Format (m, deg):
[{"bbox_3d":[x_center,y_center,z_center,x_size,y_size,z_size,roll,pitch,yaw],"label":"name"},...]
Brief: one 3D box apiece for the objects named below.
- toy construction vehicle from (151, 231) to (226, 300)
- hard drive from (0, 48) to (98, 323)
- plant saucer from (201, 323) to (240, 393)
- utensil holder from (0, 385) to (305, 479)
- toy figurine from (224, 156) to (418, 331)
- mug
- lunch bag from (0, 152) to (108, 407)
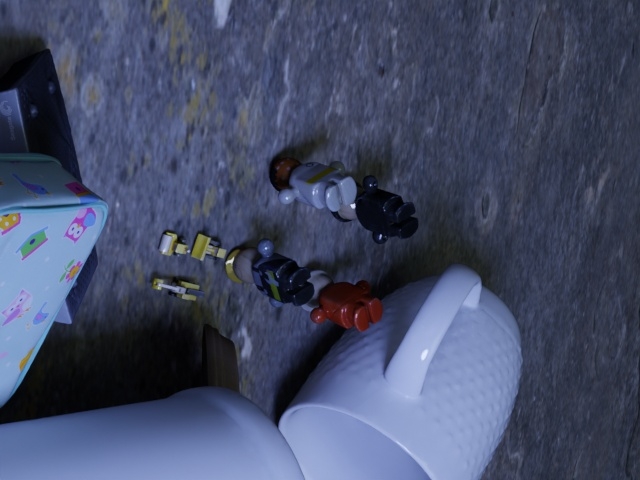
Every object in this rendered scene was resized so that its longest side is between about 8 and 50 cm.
[{"bbox_3d":[-0.163,0.033,1.544,0.098,0.035,0.086,21,88,-49],"label":"toy construction vehicle"},{"bbox_3d":[-0.292,-0.056,1.291,0.172,0.054,0.254,-88,171,-66],"label":"hard drive"},{"bbox_3d":[-0.122,0.240,1.511,0.041,0.278,0.278,-2,110,-7],"label":"plant saucer"},{"bbox_3d":[-0.248,0.330,1.229,0.385,0.327,0.327,-3,107,-40],"label":"utensil holder"},{"bbox_3d":[0.000,0.000,1.636,0.209,0.148,0.213,20,91,-43],"label":"toy figurine"},{"bbox_3d":[0.144,0.186,1.723,0.328,0.276,0.374,-51,161,-35],"label":"mug"},{"bbox_3d":[-0.324,0.052,1.125,0.279,0.108,0.224,-57,165,18],"label":"lunch bag"}]
